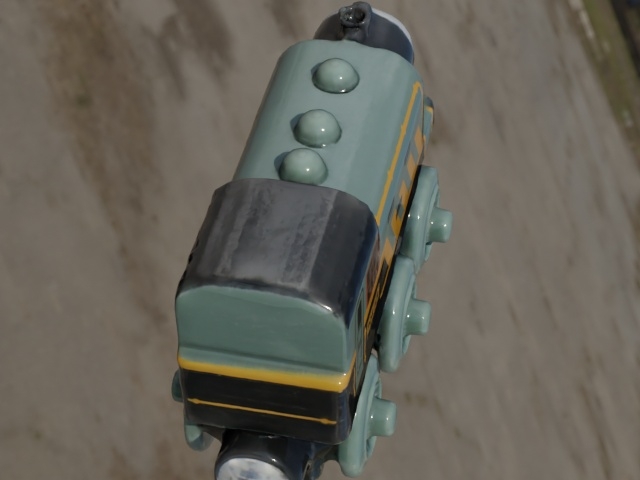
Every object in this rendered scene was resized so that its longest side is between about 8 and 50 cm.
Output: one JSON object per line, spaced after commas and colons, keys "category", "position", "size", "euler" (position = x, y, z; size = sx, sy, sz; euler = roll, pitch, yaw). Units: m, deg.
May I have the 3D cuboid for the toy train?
{"category": "toy train", "position": [0.000, 0.000, 1.011], "size": [0.190, 0.142, 0.334], "euler": [90, 14, -45]}
